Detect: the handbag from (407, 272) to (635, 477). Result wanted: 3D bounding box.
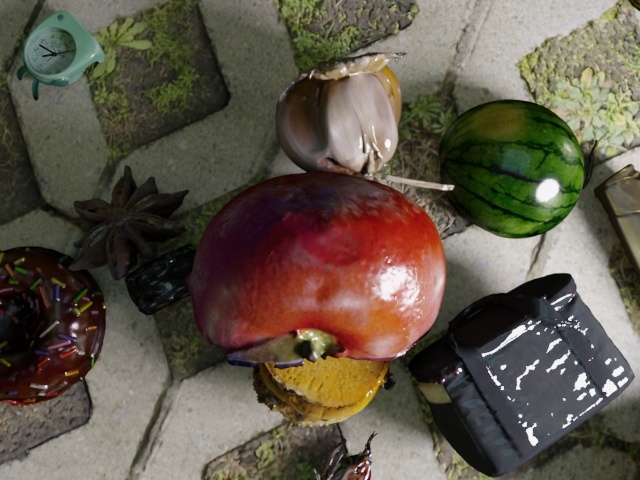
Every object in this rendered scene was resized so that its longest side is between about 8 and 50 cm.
[{"bbox_3d":[0.250,0.160,0.798,0.254,0.181,0.181,-31,88,-5],"label":"handbag"}]

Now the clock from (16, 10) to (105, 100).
[{"bbox_3d":[-0.416,-0.286,0.951,0.135,0.041,0.101,-41,83,-4],"label":"clock"}]

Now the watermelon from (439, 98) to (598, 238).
[{"bbox_3d":[0.290,-0.110,0.868,0.232,0.127,0.204,21,78,-1],"label":"watermelon"}]

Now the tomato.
[{"bbox_3d":[-0.004,-0.003,0.767,0.334,0.176,0.290,1,40,-3],"label":"tomato"}]

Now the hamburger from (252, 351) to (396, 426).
[{"bbox_3d":[-0.004,0.162,0.814,0.191,0.118,0.182,-33,62,-29],"label":"hamburger"}]

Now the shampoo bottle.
[{"bbox_3d":[0.515,0.051,0.858,0.125,0.084,0.350,-31,81,-2],"label":"shampoo bottle"}]

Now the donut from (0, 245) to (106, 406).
[{"bbox_3d":[-0.419,0.121,0.855,0.216,0.096,0.230,19,81,4],"label":"donut"}]

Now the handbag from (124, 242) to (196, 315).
[{"bbox_3d":[-0.219,0.059,0.841,0.115,0.139,0.072,-26,93,-5],"label":"handbag"}]

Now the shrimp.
[{"bbox_3d":[0.024,0.341,0.828,0.073,0.075,0.190,30,88,25],"label":"shrimp"}]

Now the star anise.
[{"bbox_3d":[-0.285,-0.018,0.879,0.195,0.065,0.182,23,63,21],"label":"star anise"}]

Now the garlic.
[{"bbox_3d":[0.074,-0.169,0.832,0.256,0.207,0.207,28,82,22],"label":"garlic"}]

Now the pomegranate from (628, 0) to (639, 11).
[{"bbox_3d":[0.563,-0.416,0.893,0.247,0.214,0.214,19,79,-31],"label":"pomegranate"}]
